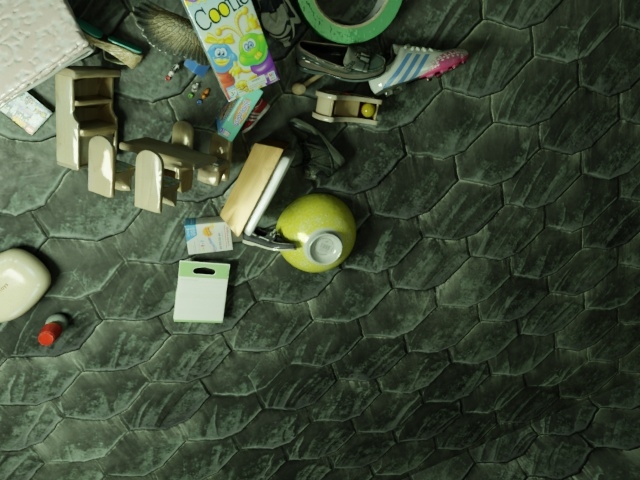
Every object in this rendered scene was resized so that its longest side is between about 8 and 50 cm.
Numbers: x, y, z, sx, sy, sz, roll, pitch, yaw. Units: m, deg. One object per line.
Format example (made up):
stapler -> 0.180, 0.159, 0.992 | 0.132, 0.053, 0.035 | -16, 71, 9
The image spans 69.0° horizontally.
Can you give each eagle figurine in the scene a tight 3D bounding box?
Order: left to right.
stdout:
eagle figurine -> -0.296, -0.567, 1.210 | 0.225, 0.298, 0.226 | -3, 82, 28

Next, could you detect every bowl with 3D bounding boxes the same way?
bowl -> 0.000, 0.000, 1.580 | 0.289, 0.156, 0.289 | -6, 116, -12

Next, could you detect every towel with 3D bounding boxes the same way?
towel -> -0.754, -0.504, 1.128 | 0.332, 0.053, 0.317 | -32, 81, 1

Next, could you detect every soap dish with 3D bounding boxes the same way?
soap dish -> -0.191, -0.173, 1.423 | 0.118, 0.229, 0.291 | 28, 105, -7

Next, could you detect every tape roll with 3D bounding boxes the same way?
tape roll -> 0.078, -0.727, 1.310 | 0.321, 0.077, 0.321 | -5, 116, -11

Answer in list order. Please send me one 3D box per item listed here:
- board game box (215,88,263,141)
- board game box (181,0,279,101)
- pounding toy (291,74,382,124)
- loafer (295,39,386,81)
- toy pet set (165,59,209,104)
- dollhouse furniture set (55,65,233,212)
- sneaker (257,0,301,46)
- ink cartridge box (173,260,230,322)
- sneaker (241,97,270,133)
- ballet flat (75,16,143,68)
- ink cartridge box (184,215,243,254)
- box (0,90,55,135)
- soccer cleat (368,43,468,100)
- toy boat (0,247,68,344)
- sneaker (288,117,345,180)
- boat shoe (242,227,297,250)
board game box -> -0.234, -0.378, 1.316 | 0.047, 0.210, 0.160 | 30, 104, -24
board game box -> -0.221, -0.502, 1.105 | 0.142, 0.144, 0.275 | -26, 128, -5
pounding toy -> 0.056, -0.437, 1.393 | 0.269, 0.154, 0.155 | 3, 113, -16
loafer -> 0.057, -0.522, 1.342 | 0.267, 0.084, 0.096 | 6, 71, 5
toy pet set -> -0.363, -0.463, 1.325 | 0.122, 0.065, 0.114 | 33, 103, -25
dollhouse furniture set -> -0.473, -0.287, 1.229 | 0.394, 0.362, 0.256 | 17, 114, 11
sneaker -> -0.117, -0.649, 1.291 | 0.094, 0.153, 0.235 | -18, 80, 9
ink cartridge box -> -0.411, 0.172, 1.612 | 0.171, 0.056, 0.235 | 5, 110, -17
sneaker -> -0.214, -0.386, 1.411 | 0.118, 0.042, 0.067 | -49, 120, 2
ballet flat -> -0.583, -0.522, 1.243 | 0.206, 0.073, 0.067 | 23, 121, -19
ink cartridge box -> -0.347, -0.022, 1.534 | 0.181, 0.061, 0.104 | -7, 116, -12
box -> -0.820, -0.368, 1.274 | 0.094, 0.027, 0.137 | -43, 117, 8
soccer cleat -> 0.296, -0.552, 1.426 | 0.331, 0.116, 0.143 | -24, 99, -9
toy boat -> -0.929, 0.190, 1.454 | 0.267, 0.148, 0.318 | -36, 110, -2
sneaker -> -0.034, -0.277, 1.472 | 0.227, 0.087, 0.130 | 43, 80, -31
boat shoe -> -0.168, -0.007, 1.534 | 0.206, 0.075, 0.065 | 11, 97, 28
